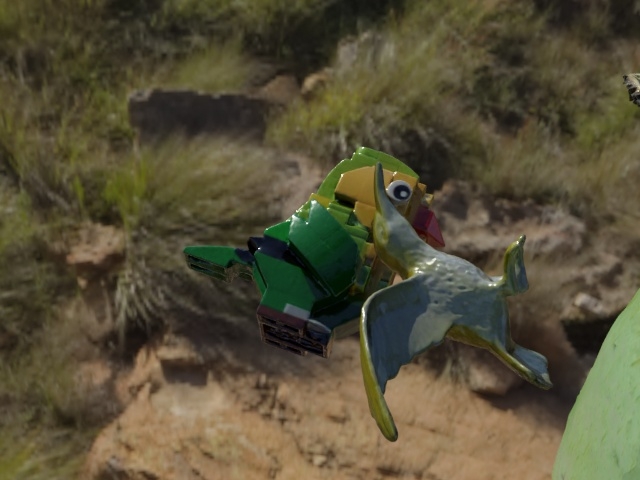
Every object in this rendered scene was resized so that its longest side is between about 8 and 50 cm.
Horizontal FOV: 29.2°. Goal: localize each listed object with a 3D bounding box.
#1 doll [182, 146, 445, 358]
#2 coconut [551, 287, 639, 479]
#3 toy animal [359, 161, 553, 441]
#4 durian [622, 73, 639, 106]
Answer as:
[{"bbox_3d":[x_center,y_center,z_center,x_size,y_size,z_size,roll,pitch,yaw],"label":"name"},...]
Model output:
[{"bbox_3d":[0.006,0.006,0.974,0.186,0.106,0.134,-38,71,-13],"label":"doll"},{"bbox_3d":[0.272,0.145,0.614,0.329,0.328,0.281,7,43,1],"label":"coconut"},{"bbox_3d":[0.084,0.021,0.751,0.095,0.219,0.155,-11,90,22],"label":"toy animal"},{"bbox_3d":[0.375,-0.141,1.283,0.130,0.052,0.066,21,78,11],"label":"durian"}]
